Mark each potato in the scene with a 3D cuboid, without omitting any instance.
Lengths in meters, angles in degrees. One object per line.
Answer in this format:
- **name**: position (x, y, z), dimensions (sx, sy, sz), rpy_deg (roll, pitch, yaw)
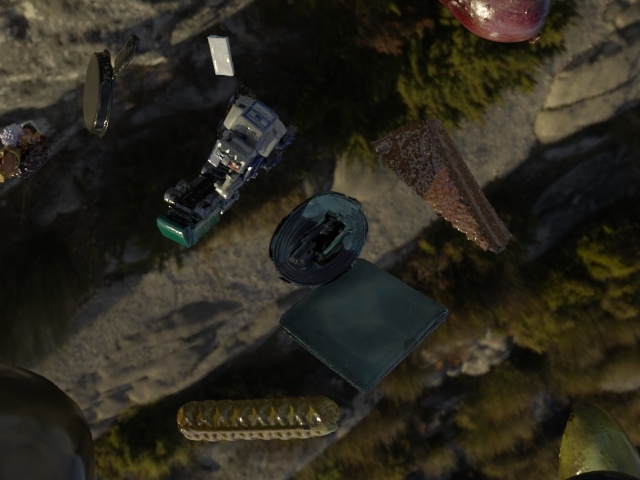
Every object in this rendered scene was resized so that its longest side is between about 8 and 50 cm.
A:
- **potato**: position (0.559, 0.467, 1.604), dimensions (0.141, 0.298, 0.176), rpy_deg (-3, 175, -40)

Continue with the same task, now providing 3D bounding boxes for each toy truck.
- **toy truck**: position (-0.167, -0.205, 1.750), dimensions (0.177, 0.161, 0.213), rpy_deg (-54, -179, -34)
- **toy truck**: position (-0.296, -0.088, 1.985), dimensions (0.253, 0.114, 0.124), rpy_deg (-47, 158, -49)

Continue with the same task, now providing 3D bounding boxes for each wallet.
- **wallet**: position (-0.197, -0.367, 1.611), dimensions (0.011, 0.044, 0.083), rpy_deg (-58, 150, -45)
- **wallet**: position (0.095, 0.166, 1.726), dimensions (0.290, 0.251, 0.054), rpy_deg (-37, 146, -36)

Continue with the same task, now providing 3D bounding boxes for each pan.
- **pan**: position (-0.319, -0.243, 1.209), dimensions (0.028, 0.136, 0.235), rpy_deg (2, 161, -30)

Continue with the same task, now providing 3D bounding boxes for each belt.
- **belt**: position (0.000, 0.000, 1.026), dimensions (0.140, 0.105, 0.058), rpy_deg (-48, 173, 3)

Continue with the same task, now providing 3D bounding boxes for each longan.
- **longan**: position (-0.609, 0.412, 1.501), dimensions (0.404, 0.336, 0.405), rpy_deg (-2, 111, -5)

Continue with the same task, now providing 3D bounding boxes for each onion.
- **onion**: position (0.245, -0.368, 1.173), dimensions (0.194, 0.160, 0.160), rpy_deg (6, 138, 6)

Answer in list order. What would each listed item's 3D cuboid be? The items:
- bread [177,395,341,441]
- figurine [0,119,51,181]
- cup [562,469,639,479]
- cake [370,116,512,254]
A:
- **bread**: position (-0.131, 0.363, 1.651), dimensions (0.367, 0.077, 0.084), rpy_deg (-7, 139, 21)
- **figurine**: position (-0.720, -0.196, 1.900), dimensions (0.174, 0.240, 0.116), rpy_deg (-32, 103, 21)
- **cup**: position (0.310, 0.350, 0.862), dimensions (0.223, 0.169, 0.177), rpy_deg (24, 152, -3)
- **cake**: position (0.232, -0.103, 1.421), dimensions (0.113, 0.295, 0.116), rpy_deg (-46, 169, 32)
